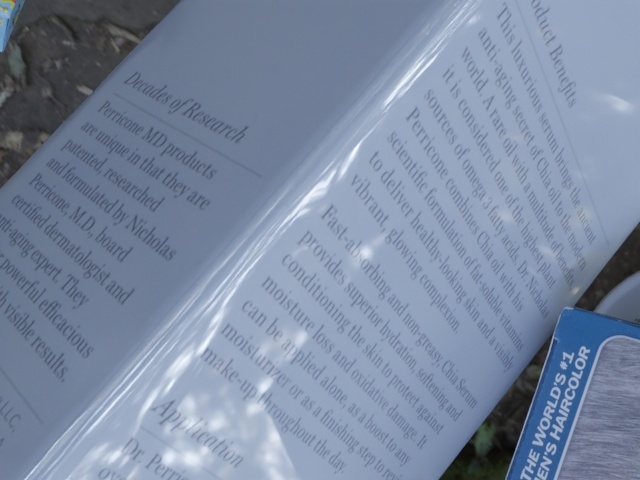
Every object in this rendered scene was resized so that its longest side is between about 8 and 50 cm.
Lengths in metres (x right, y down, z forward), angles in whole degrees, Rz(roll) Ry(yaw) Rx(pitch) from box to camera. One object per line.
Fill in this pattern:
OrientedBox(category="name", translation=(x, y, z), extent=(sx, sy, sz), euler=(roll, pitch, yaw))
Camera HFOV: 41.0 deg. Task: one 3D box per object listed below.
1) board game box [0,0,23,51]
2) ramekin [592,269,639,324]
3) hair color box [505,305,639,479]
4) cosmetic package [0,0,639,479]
OrientedBox(category="board game box", translation=(-0.412, -0.406, 1.071), extent=(0.142, 0.144, 0.275), euler=(22, 76, -20))
OrientedBox(category="ramekin", translation=(0.457, 0.144, 1.104), extent=(0.127, 0.273, 0.273), euler=(40, 93, -19))
OrientedBox(category="hair color box", translation=(0.213, 0.173, 0.533), extent=(0.347, 0.105, 0.174), euler=(32, 77, -55))
OrientedBox(category="cosmetic package", translation=(0.000, 0.000, 0.439), extent=(0.453, 0.161, 0.230), euler=(-49, 136, -10))
